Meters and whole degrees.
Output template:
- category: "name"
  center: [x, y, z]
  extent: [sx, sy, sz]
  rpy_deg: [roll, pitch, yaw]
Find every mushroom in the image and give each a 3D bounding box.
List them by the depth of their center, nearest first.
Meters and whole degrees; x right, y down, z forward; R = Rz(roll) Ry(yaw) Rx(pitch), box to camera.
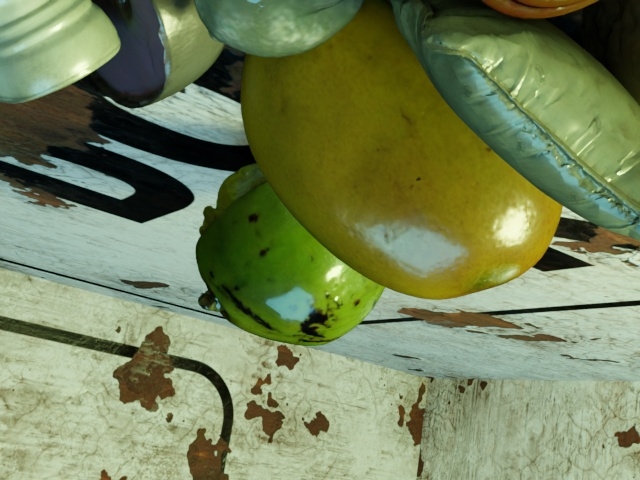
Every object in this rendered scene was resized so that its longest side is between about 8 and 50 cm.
- category: "mushroom"
  center: [-0.136, -0.185, 0.672]
  extent: [0.117, 0.141, 0.188]
  rpy_deg: [-22, -173, -34]

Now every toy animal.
- category: "toy animal"
  center: [-0.021, -0.182, 0.466]
  extent: [0.125, 0.127, 0.251]
  rpy_deg: [15, 180, 1]

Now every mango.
- category: "mango"
  center: [0.062, -0.082, 0.710]
  extent: [0.317, 0.211, 0.173]
  rpy_deg: [41, -159, -10]

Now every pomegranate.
- category: "pomegranate"
  center: [0.000, 0.000, 1.064]
  extent: [0.340, 0.260, 0.260]
  rpy_deg: [-22, 165, -5]

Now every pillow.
- category: "pillow"
  center: [0.117, -0.109, 0.520]
  extent: [0.185, 0.075, 0.302]
  rpy_deg: [35, -159, -17]

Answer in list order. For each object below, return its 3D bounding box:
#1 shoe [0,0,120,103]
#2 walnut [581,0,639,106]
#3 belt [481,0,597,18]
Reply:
- category: "shoe"
  center: [-0.286, -0.213, 0.642]
  extent: [0.316, 0.124, 0.159]
  rpy_deg: [23, 145, 37]
- category: "walnut"
  center: [0.253, -0.125, 0.492]
  extent: [0.178, 0.178, 0.230]
  rpy_deg: [9, -158, 2]
- category: "belt"
  center: [0.102, -0.209, 0.321]
  extent: [0.184, 0.105, 0.261]
  rpy_deg: [-20, 148, -7]
